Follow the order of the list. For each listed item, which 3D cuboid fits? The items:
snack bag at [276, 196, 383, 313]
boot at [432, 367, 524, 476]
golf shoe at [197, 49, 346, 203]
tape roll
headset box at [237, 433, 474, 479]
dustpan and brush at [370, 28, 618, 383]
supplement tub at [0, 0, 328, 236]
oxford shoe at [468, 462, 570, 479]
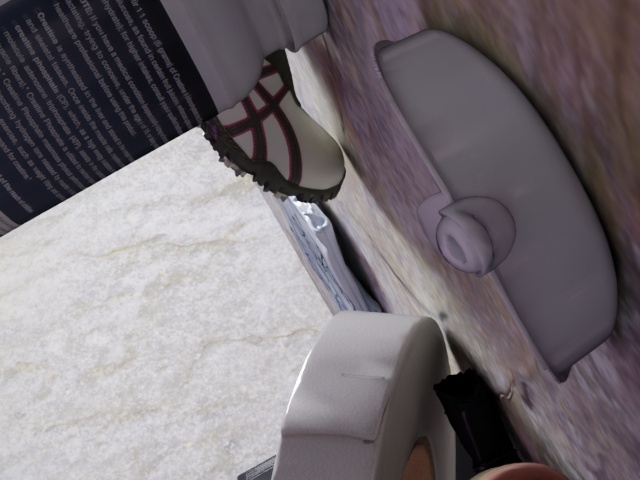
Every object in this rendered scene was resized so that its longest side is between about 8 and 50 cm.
[{"bbox_3d":[0.000,0.000,1.599,0.323,0.037,0.342,56,175,48],"label":"snack bag"},{"bbox_3d":[0.125,0.150,0.947,0.121,0.045,0.099,-140,27,-76],"label":"boot"},{"bbox_3d":[-0.054,-0.117,0.936,0.273,0.120,0.105,32,-168,-44],"label":"golf shoe"},{"bbox_3d":[0.038,0.246,0.978,0.392,0.072,0.392,3,-90,-74],"label":"tape roll"},{"bbox_3d":[0.050,0.274,1.378,0.131,0.246,0.283,61,176,-4],"label":"headset box"},{"bbox_3d":[0.055,-0.010,0.431,0.147,0.060,0.211,61,177,0],"label":"dustpan and brush"},{"bbox_3d":[-0.153,-0.126,0.739,0.191,0.272,0.191,60,177,6],"label":"supplement tub"},{"bbox_3d":[0.096,0.321,0.858,0.146,0.140,0.397,-152,63,-63],"label":"oxford shoe"}]
